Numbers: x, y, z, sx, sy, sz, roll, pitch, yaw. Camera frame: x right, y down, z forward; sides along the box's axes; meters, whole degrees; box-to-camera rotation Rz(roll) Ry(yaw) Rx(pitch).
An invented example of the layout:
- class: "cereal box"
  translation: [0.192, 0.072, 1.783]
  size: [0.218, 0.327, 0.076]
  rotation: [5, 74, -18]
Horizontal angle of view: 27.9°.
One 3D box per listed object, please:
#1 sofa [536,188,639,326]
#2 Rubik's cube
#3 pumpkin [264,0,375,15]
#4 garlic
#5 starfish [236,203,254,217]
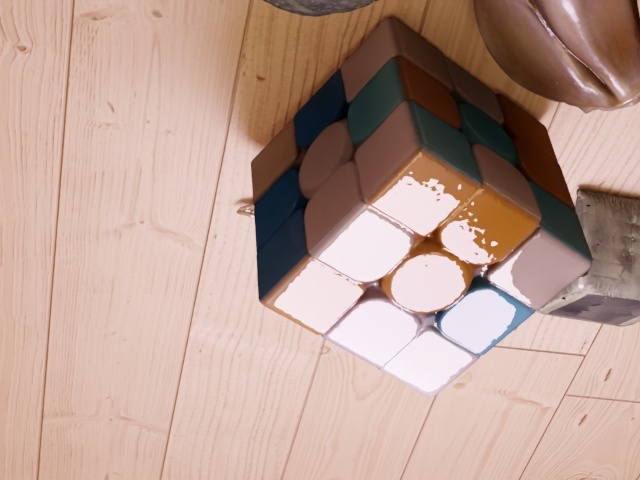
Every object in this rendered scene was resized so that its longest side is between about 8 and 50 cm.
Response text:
- class: "sofa"
  translation: [0.480, 0.036, 2.196]
  size: [0.210, 0.176, 0.225]
  rotation: [8, 163, -11]
- class: "Rubik's cube"
  translation: [0.132, -0.047, 1.880]
  size: [0.344, 0.347, 0.347]
  rotation: [32, 119, -27]
- class: "pumpkin"
  translation: [0.021, -0.426, 1.560]
  size: [0.327, 0.292, 0.257]
  rotation: [-9, 157, 20]
- class: "garlic"
  translation: [0.298, -0.324, 1.712]
  size: [0.231, 0.246, 0.340]
  rotation: [-13, 151, 26]
- class: "starfish"
  translation: [0.000, 0.005, 2.158]
  size: [0.295, 0.048, 0.231]
  rotation: [5, 134, -9]
